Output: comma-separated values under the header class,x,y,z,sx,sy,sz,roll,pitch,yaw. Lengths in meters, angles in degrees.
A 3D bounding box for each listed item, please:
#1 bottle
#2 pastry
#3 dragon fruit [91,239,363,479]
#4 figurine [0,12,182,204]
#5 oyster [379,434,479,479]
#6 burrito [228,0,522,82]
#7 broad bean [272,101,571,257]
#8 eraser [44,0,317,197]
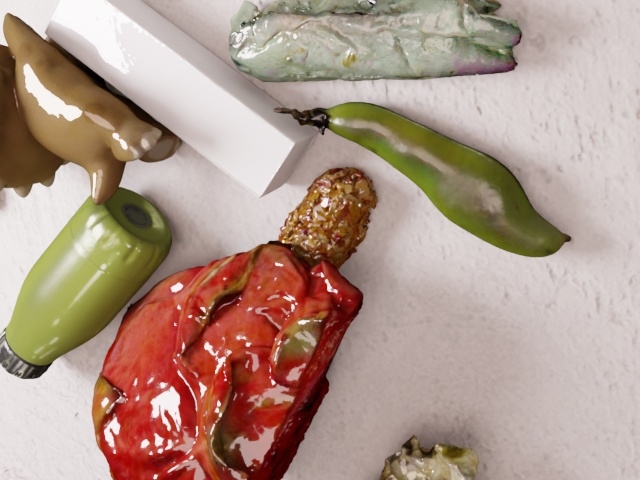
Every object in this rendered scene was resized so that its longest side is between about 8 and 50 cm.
class,x,y,z,sx,sy,sz,roll,pitch,yaw
bottle,-0.285,0.058,1.192,0.112,0.112,0.260,45,113,3
pastry,-0.002,-0.001,1.111,0.087,0.063,0.169,27,112,6
dragon fruit,-0.129,0.145,1.073,0.286,0.228,0.329,39,129,9
figurine,-0.301,-0.117,1.115,0.247,0.177,0.173,37,95,1
oyster,0.123,0.370,1.161,0.201,0.107,0.355,37,126,27
burrito,0.049,-0.207,1.038,0.309,0.066,0.096,2,110,18
broad bean,0.111,-0.076,1.058,0.325,0.067,0.075,30,81,11
eraser,-0.149,-0.169,1.105,0.298,0.078,0.076,37,112,6
